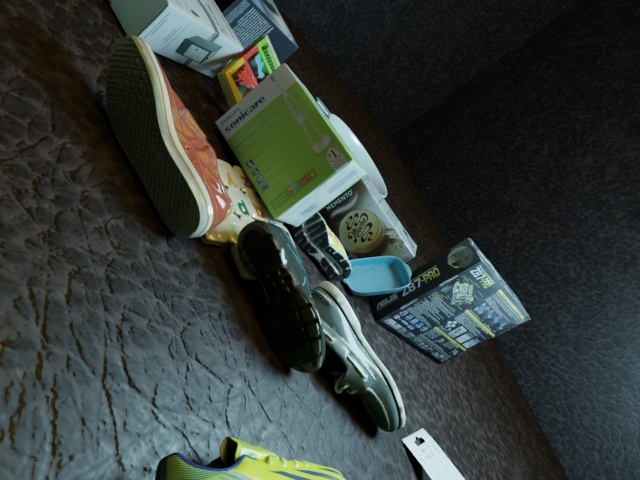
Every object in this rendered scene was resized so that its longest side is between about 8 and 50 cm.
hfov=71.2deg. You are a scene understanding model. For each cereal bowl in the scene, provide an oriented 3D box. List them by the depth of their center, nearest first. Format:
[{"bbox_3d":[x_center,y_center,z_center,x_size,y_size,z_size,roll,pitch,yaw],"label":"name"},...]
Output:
[{"bbox_3d":[0.077,-0.250,1.512,0.339,0.141,0.339,45,23,-26],"label":"cereal bowl"}]

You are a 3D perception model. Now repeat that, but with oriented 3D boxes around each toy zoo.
[{"bbox_3d":[-0.165,-0.386,1.162,0.192,0.030,0.293,64,35,-33],"label":"toy zoo"}]

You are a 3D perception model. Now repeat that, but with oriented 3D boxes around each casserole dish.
[{"bbox_3d":[0.144,0.096,1.168,0.037,0.189,0.114,95,-16,-46],"label":"casserole dish"}]

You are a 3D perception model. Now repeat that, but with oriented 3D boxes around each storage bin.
[{"bbox_3d":[-0.006,-0.458,1.707,0.135,0.091,0.098,43,24,-30],"label":"storage bin"}]

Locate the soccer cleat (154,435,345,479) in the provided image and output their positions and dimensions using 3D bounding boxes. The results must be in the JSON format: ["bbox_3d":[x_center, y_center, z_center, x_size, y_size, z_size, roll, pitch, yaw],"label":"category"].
[{"bbox_3d":[-0.059,0.275,0.507,0.289,0.093,0.121,28,28,-53],"label":"soccer cleat"}]

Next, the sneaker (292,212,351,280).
[{"bbox_3d":[0.000,0.000,1.079,0.208,0.082,0.094,58,12,-14],"label":"sneaker"}]

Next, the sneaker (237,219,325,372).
[{"bbox_3d":[-0.047,0.088,0.762,0.106,0.101,0.267,-6,75,-67],"label":"sneaker"}]

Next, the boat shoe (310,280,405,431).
[{"bbox_3d":[0.048,0.236,0.844,0.099,0.116,0.319,-31,95,-27],"label":"boat shoe"}]

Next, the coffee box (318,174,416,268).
[{"bbox_3d":[0.119,-0.047,1.271,0.297,0.168,0.119,54,20,-4],"label":"coffee box"}]

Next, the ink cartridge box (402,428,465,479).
[{"bbox_3d":[0.244,0.499,0.950,0.179,0.045,0.145,47,14,29],"label":"ink cartridge box"}]

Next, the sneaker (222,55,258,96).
[{"bbox_3d":[-0.195,-0.452,1.289,0.222,0.083,0.118,27,31,-56],"label":"sneaker"}]

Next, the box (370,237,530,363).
[{"bbox_3d":[0.378,0.195,1.276,0.395,0.318,0.097,38,28,-40],"label":"box"}]

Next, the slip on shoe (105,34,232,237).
[{"bbox_3d":[-0.238,-0.161,0.702,0.101,0.123,0.331,-21,84,-60],"label":"slip on shoe"}]

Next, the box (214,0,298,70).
[{"bbox_3d":[-0.259,-0.738,1.433,0.294,0.183,0.296,19,42,-60],"label":"box"}]

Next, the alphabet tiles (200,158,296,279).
[{"bbox_3d":[-0.150,-0.043,0.871,0.284,0.021,0.277,12,47,-62],"label":"alphabet tiles"}]

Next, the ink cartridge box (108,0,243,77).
[{"bbox_3d":[-0.337,-0.526,1.024,0.211,0.122,0.289,59,20,6],"label":"ink cartridge box"}]

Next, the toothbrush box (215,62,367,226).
[{"bbox_3d":[-0.066,-0.206,0.989,0.283,0.206,0.122,56,13,16],"label":"toothbrush box"}]
